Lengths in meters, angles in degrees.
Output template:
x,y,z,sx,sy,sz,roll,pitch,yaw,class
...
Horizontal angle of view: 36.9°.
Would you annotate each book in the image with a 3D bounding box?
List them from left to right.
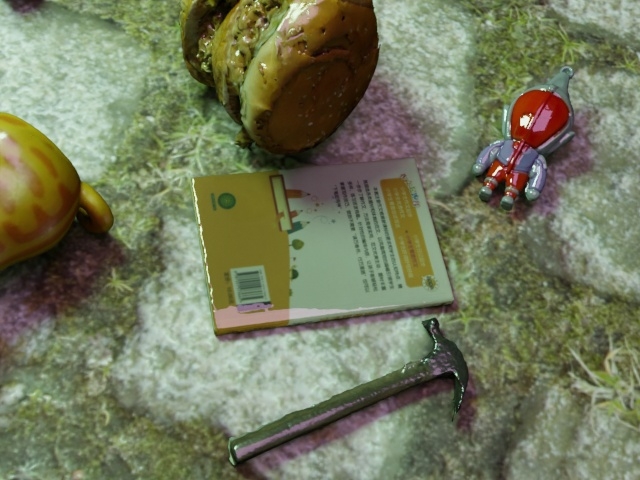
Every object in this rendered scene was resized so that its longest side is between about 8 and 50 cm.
x,y,z,sx,sy,sz,roll,pitch,yaw,class
0.000,0.000,1.176,0.296,0.020,0.207,-6,64,-13,book

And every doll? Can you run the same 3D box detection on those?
x,y,z,sx,sy,sz,roll,pitch,yaw,class
-0.383,-0.018,1.043,0.270,0.166,0.162,-38,73,-22,doll
0.281,-0.143,1.267,0.102,0.075,0.227,25,71,14,doll

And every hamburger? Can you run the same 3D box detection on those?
x,y,z,sx,sy,sz,roll,pitch,yaw,class
-0.047,-0.236,1.183,0.211,0.260,0.245,42,19,29,hamburger

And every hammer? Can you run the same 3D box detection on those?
x,y,z,sx,sy,sz,roll,pitch,yaw,class
0.033,0.183,1.084,0.297,0.027,0.125,-18,63,-18,hammer
